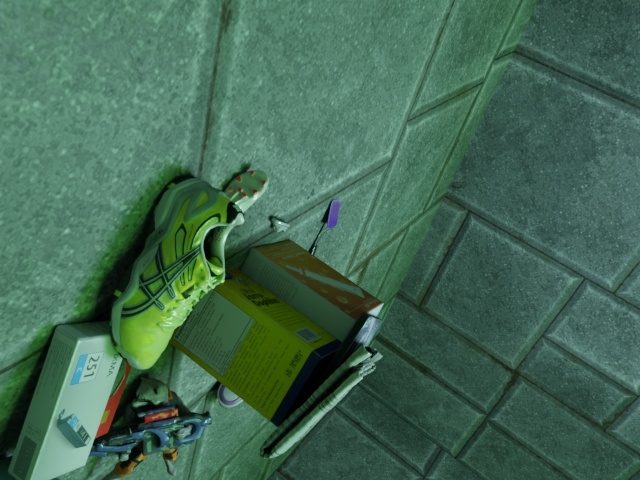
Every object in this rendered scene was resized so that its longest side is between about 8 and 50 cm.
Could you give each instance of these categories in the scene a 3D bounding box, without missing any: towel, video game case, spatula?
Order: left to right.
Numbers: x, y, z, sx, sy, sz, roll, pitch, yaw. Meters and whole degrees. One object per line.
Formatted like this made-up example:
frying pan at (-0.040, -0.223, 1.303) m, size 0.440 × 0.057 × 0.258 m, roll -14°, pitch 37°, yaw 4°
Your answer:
spatula at (0.000, 0.000, 1.811) m, size 0.296 × 0.030 × 0.084 m, roll -63°, pitch 162°, yaw 17°
towel at (0.024, 0.370, 1.273) m, size 0.324 × 0.056 × 0.312 m, roll -45°, pitch 163°, yaw -1°
video game case at (0.084, 0.276, 1.391) m, size 0.196 × 0.026 × 0.274 m, roll -57°, pitch 162°, yaw -1°

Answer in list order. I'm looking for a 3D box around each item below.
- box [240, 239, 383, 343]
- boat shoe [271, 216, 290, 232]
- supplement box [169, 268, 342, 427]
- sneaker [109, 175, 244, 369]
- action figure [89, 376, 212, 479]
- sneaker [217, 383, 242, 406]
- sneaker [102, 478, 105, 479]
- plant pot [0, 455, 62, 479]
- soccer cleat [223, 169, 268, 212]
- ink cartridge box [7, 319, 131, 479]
box at (-0.037, 0.164, 1.507) m, size 0.168 × 0.345 × 0.215 m, roll -63°, pitch 160°, yaw 18°
boat shoe at (-0.112, -0.039, 1.479) m, size 0.035 × 0.035 × 0.100 m, roll -60°, pitch 167°, yaw 2°
supplement box at (-0.155, 0.243, 1.324) m, size 0.194 × 0.356 × 0.195 m, roll -59°, pitch 163°, yaw 8°
sneaker at (-0.272, 0.075, 1.032) m, size 0.145 × 0.147 × 0.385 m, roll 4°, pitch 108°, yaw -69°
action figure at (-0.468, 0.482, 1.363) m, size 0.341 × 0.178 × 0.330 m, roll 4°, pitch 116°, yaw -34°
sneaker at (-0.241, 0.449, 1.876) m, size 0.305 × 0.114 × 0.152 m, roll -41°, pitch 170°, yaw -28°
sneaker at (-0.581, 0.694, 1.401) m, size 0.103 × 0.111 × 0.252 m, roll -58°, pitch 161°, yaw 5°
plant pot at (-0.587, 0.556, 0.995) m, size 0.252 × 0.247 × 0.247 m, roll -57°, pitch 169°, yaw -54°
soccer cleat at (-0.190, -0.079, 1.193) m, size 0.196 × 0.068 × 0.076 m, roll -48°, pitch 174°, yaw -20°
ink cartridge box at (-0.450, 0.304, 1.092) m, size 0.261 × 0.066 × 0.296 m, roll 7°, pitch 104°, yaw -68°
